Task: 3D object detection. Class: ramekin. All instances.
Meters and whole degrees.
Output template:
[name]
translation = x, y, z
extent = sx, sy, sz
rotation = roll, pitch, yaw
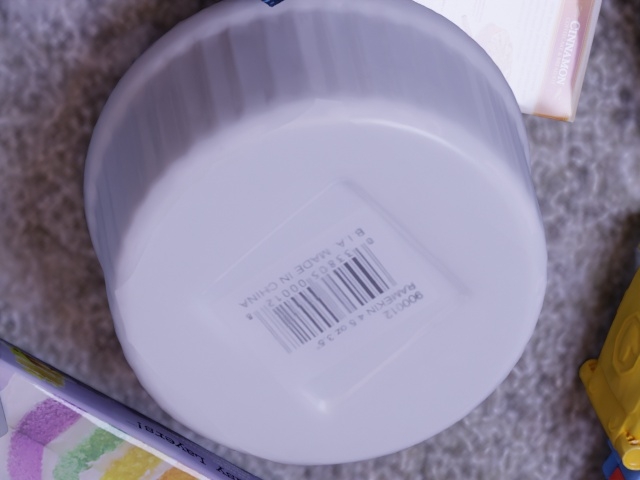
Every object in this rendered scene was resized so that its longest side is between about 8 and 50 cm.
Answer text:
[ramekin]
translation = 0.000, 0.000, 1.008
extent = 0.277, 0.135, 0.277
rotation = -3, 121, -6

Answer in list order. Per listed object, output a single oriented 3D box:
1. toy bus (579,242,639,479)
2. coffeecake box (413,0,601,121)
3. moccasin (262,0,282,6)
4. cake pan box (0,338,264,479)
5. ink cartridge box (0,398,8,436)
[toy bus]
translation = 0.283, 0.117, 1.137
extent = 0.220, 0.149, 0.211
rotation = 20, 111, -17
[coffeecake box]
translation = 0.078, -0.162, 1.063
extent = 0.186, 0.068, 0.142
rotation = 10, 99, -13
[moccasin]
translation = -0.157, -0.230, 0.930
extent = 0.342, 0.138, 0.117
rotation = 37, 95, -10
[cake pan box]
translation = -0.174, 0.231, 1.102
extent = 0.246, 0.070, 0.267
rotation = 33, 95, -14
[ink cartridge box]
translation = -0.297, 0.064, 0.921
extent = 0.171, 0.233, 0.168
rotation = -14, 92, 5
